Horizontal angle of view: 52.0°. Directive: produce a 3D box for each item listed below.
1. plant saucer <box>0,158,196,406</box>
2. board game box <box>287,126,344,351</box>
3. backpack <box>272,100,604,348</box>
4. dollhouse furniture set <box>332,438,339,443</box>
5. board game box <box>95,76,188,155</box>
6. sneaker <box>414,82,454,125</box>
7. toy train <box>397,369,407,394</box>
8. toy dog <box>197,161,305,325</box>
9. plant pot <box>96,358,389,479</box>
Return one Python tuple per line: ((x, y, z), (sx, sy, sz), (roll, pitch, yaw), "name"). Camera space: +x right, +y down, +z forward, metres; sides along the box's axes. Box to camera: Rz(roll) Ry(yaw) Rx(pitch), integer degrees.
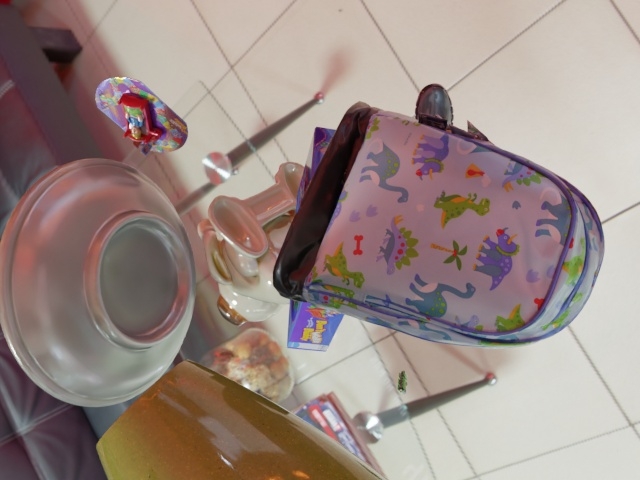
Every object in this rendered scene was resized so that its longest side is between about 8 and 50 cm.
((-0.311, 0.064, 1.052), (0.100, 0.400, 0.401), (-3, 101, 29), "plant saucer")
((0.000, 0.000, 1.220), (0.078, 0.347, 0.233), (7, 150, -8), "board game box")
((0.150, -0.003, 0.796), (0.355, 0.273, 0.290), (25, 82, 5), "backpack")
((-0.020, 0.427, 1.182), (0.076, 0.058, 0.152), (41, 96, 11), "dollhouse furniture set")
((-0.308, -0.200, 1.112), (0.133, 0.033, 0.168), (-16, 133, 41), "board game box")
((0.248, -0.209, 1.359), (0.083, 0.098, 0.224), (-12, 126, -5), "sneaker")
((0.188, 0.324, 1.496), (0.017, 0.083, 0.024), (-32, 101, 17), "toy train")
((-0.126, 0.057, 1.637), (0.395, 0.284, 0.408), (46, 147, 3), "toy dog")
((-0.096, 0.283, 0.729), (0.293, 0.275, 0.275), (45, 124, 5), "plant pot")
